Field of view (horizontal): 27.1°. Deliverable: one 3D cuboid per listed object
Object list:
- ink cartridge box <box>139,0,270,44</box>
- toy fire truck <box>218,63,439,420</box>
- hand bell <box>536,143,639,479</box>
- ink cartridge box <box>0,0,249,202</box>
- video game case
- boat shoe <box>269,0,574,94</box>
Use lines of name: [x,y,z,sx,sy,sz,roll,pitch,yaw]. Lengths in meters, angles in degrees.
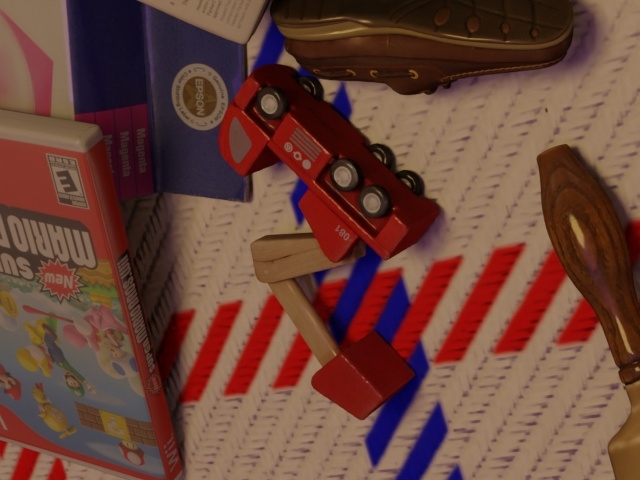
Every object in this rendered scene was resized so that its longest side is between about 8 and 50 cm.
ink cartridge box: [-0.118,-0.221,0.744,0.231,0.078,0.134,24,115,-5]
toy fire truck: [0.000,0.000,0.815,0.192,0.047,0.135,44,123,12]
hand bell: [0.170,0.062,0.720,0.126,0.126,0.242,-28,77,33]
ink cartridge box: [-0.206,-0.188,0.867,0.330,0.071,0.324,7,108,30]
video game case: [-0.207,0.037,0.912,0.204,0.025,0.285,11,127,27]
boat shoe: [0.059,-0.115,0.744,0.178,0.064,0.060,7,140,28]
